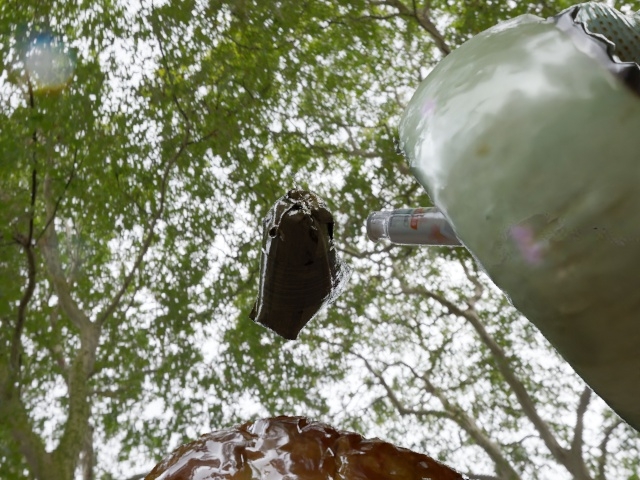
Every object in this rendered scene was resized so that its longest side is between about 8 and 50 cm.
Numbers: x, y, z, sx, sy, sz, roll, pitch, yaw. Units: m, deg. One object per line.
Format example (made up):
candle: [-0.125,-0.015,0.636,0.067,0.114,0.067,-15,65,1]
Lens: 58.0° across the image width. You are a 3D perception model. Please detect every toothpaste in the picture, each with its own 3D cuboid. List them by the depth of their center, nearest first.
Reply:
toothpaste: [0.225,-0.025,0.969,0.066,0.323,0.100,49,-126,-39]

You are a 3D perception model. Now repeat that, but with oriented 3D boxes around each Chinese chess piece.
Chinese chess piece: [0.219,-0.019,0.465,0.146,0.349,0.349,-41,-51,19]

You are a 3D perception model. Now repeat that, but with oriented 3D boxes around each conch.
conch: [0.449,-0.320,0.965,0.131,0.172,0.200,4,-18,-24]

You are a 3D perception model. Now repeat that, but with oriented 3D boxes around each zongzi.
zongzi: [0.000,0.000,0.903,0.241,0.111,0.247,-36,-37,-48]

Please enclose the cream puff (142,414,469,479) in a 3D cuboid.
cream puff: [-0.012,0.262,0.315,0.303,0.303,0.212,-15,-27,-13]
